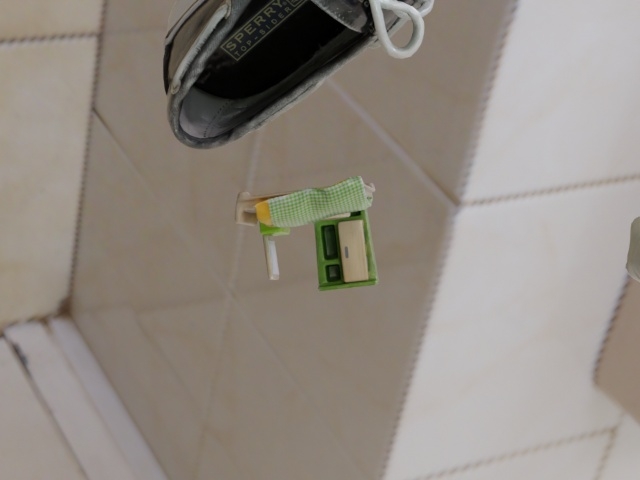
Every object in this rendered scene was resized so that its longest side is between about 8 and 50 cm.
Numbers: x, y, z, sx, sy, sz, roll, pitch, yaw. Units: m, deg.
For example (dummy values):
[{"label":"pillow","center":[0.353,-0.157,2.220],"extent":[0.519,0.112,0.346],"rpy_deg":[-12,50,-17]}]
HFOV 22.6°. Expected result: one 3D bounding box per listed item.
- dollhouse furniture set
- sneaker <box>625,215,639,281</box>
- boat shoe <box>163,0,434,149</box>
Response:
[{"label":"dollhouse furniture set","center":[0.000,0.000,0.951],"extent":[0.076,0.058,0.152],"rpy_deg":[-7,177,8]},{"label":"sneaker","center":[0.297,-0.038,1.001],"extent":[0.262,0.121,0.099],"rpy_deg":[-28,121,-29]},{"label":"boat shoe","center":[0.018,-0.160,0.892],"extent":[0.306,0.105,0.113],"rpy_deg":[-33,122,28]}]
